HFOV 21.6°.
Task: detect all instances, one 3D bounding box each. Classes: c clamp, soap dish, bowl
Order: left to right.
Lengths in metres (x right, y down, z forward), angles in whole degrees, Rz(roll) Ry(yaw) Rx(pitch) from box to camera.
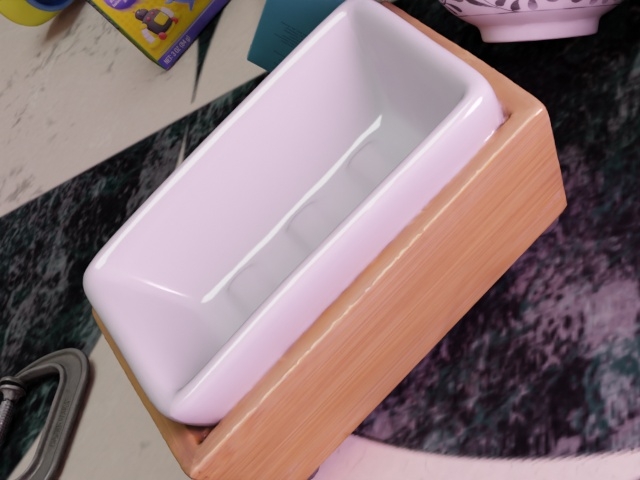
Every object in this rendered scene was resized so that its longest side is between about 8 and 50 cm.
[{"bbox_3d":[-0.233,0.150,1.242,0.137,0.022,0.161,-13,47,42],"label":"c clamp"},{"bbox_3d":[0.000,0.000,1.046,0.291,0.118,0.229,-47,32,2],"label":"soap dish"},{"bbox_3d":[0.138,-0.170,1.076,0.170,0.170,0.080,7,105,52],"label":"bowl"}]

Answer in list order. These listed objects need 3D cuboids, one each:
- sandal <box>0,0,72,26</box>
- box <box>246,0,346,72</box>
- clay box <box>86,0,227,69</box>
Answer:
[{"bbox_3d":[-0.208,-0.352,1.670,0.138,0.126,0.317,3,66,46],"label":"sandal"},{"bbox_3d":[0.011,-0.195,1.179,0.100,0.060,0.244,-60,0,-18],"label":"box"},{"bbox_3d":[-0.172,-0.265,1.427,0.127,0.222,0.053,-49,33,-2],"label":"clay box"}]
